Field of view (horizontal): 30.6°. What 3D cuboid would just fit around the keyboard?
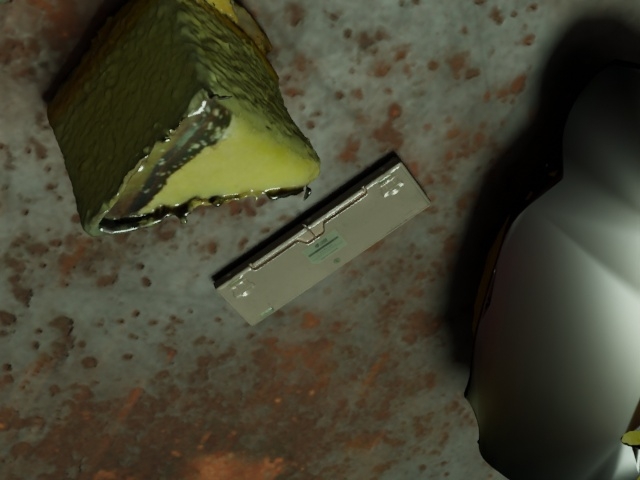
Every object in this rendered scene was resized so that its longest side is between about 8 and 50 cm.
[{"bbox_3d":[0.000,0.000,0.863,0.166,0.017,0.055,-35,130,8],"label":"keyboard"}]

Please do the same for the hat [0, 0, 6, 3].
[{"bbox_3d":[-0.212,-0.209,0.637,0.173,0.144,0.166,8,168,22],"label":"hat"}]

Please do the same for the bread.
[{"bbox_3d":[-0.090,-0.076,0.712,0.152,0.147,0.127,-34,138,15],"label":"bread"}]

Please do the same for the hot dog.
[{"bbox_3d":[0.217,0.031,0.878,0.194,0.107,0.326,26,113,0],"label":"hot dog"}]

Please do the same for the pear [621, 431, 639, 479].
[{"bbox_3d":[0.345,0.163,0.977,0.267,0.178,0.267,-5,123,-8],"label":"pear"}]
